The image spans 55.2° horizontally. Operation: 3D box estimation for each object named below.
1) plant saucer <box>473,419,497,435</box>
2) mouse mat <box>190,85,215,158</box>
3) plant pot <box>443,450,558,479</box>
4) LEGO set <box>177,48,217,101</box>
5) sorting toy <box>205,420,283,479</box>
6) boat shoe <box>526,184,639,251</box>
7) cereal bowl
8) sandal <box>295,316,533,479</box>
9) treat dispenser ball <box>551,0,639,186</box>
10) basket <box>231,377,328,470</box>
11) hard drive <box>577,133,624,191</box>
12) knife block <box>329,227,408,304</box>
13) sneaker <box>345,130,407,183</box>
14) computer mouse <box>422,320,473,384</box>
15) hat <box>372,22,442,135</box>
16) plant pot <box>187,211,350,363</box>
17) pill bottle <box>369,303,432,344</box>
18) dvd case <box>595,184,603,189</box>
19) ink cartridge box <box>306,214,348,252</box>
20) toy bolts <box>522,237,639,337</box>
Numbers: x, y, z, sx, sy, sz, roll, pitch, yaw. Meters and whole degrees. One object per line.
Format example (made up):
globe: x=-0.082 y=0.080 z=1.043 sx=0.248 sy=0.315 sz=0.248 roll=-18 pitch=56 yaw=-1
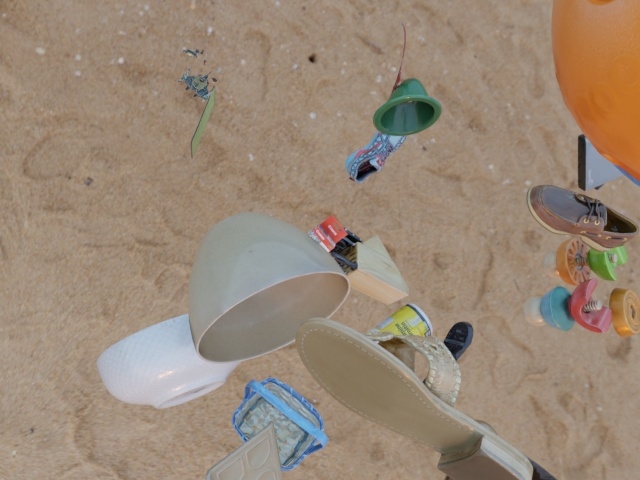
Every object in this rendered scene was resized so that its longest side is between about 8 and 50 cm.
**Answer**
plant saucer: x=0.310 y=0.395 z=1.206 sx=0.083 sy=0.015 sz=0.083 roll=-3 pitch=67 yaw=8
mouse mat: x=-0.338 y=-0.338 z=1.760 sx=0.007 sy=0.152 sz=0.189 roll=19 pitch=77 yaw=-7
plant pot: x=0.223 y=0.421 z=0.824 sx=0.215 sy=0.215 sz=0.230 roll=28 pitch=101 yaw=-19
LEGO set: x=-0.175 y=-0.231 z=0.871 sx=0.054 sy=0.023 sz=0.083 roll=12 pitch=69 yaw=-19
sorting toy: x=-0.179 y=0.623 z=1.517 sx=0.229 sy=0.041 sz=0.307 roll=-31 pitch=125 yaw=-42
boat shoe: x=0.355 y=-0.037 z=0.826 sx=0.178 sy=0.060 sz=0.064 roll=20 pitch=67 yaw=-24
cereal bowl: x=-0.310 y=0.278 z=1.366 sx=0.339 sy=0.339 sz=0.141 roll=-13 pitch=70 yaw=-32
sandal: x=0.086 y=0.121 z=0.520 sx=0.240 sy=0.088 sz=0.079 roll=39 pitch=47 yaw=-9
treat dispenser ball: x=0.302 y=-0.154 z=0.396 sx=0.288 sy=0.288 sz=0.288 roll=10 pitch=68 yaw=-27
basket: x=-0.109 y=0.501 z=1.673 sx=0.255 sy=0.289 sz=0.201 roll=37 pitch=56 yaw=10
hard drive: x=0.464 y=-0.142 z=0.956 sx=0.135 sy=0.022 sz=0.094 roll=-21 pitch=124 yaw=-8
knife block: x=0.108 y=0.090 z=1.755 sx=0.242 sy=0.088 sz=0.275 roll=-29 pitch=88 yaw=-50
sneaker: x=0.203 y=-0.287 z=2.088 sx=0.104 sy=0.262 sz=0.125 roll=34 pitch=28 yaw=-31
computer mouse: x=0.314 y=0.308 z=1.511 sx=0.041 sy=0.071 sz=0.242 roll=42 pitch=72 yaw=-32
hat: x=0.222 y=-0.401 z=1.588 sx=0.173 sy=0.208 sz=0.183 roll=9 pitch=64 yaw=-30
plant pot: x=-0.117 y=0.063 z=1.082 sx=0.284 sy=0.284 sz=0.191 roll=-12 pitch=59 yaw=-32
pill bottle: x=0.188 y=0.250 z=1.565 sx=0.184 sy=0.103 sz=0.103 roll=-33 pitch=91 yaw=-16
dvd case: x=0.692 y=-0.229 z=1.367 sx=0.029 sy=0.238 sz=0.179 roll=39 pitch=29 yaw=1
ink cartridge box: x=0.000 y=0.000 z=1.414 sx=0.063 sy=0.115 sz=0.029 roll=51 pitch=16 yaw=-9
toy bolts: x=0.521 y=0.123 z=1.243 sx=0.228 sy=0.158 sz=0.218 roll=-34 pitch=103 yaw=-40
